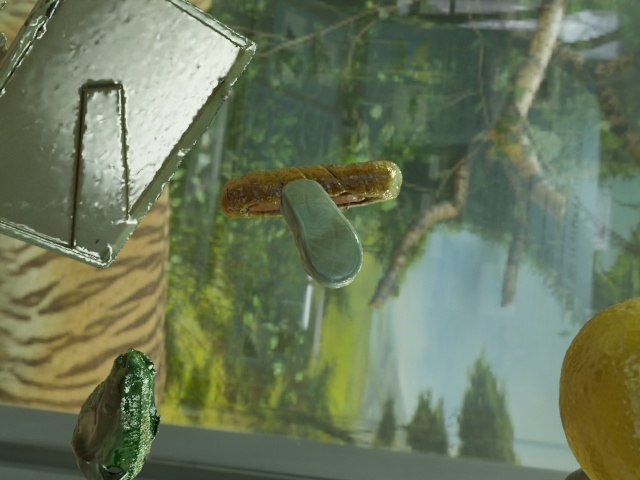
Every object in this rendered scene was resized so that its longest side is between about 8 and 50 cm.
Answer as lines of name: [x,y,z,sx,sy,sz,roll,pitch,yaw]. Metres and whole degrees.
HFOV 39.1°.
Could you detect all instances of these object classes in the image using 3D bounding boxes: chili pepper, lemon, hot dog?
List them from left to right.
chili pepper: [-0.249,0.208,1.087,0.062,0.108,0.216,-39,158,-55]
hot dog: [-0.018,-0.081,1.366,0.088,0.286,0.061,-86,163,-45]
lemon: [0.316,0.155,0.840,0.187,0.187,0.244,86,-1,-50]

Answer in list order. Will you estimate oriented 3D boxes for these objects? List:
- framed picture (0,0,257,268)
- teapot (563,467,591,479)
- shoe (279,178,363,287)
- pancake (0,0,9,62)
framed picture: [-0.206,-0.109,0.825,0.209,0.019,0.281,27,106,-43]
teapot: [0.489,0.581,1.447,0.362,0.305,0.376,-50,133,-32]
shoe: [0.000,0.000,1.223,0.078,0.079,0.195,87,-19,-50]
pancake: [-0.415,-0.275,0.983,0.235,0.212,0.029,-63,-178,-10]
